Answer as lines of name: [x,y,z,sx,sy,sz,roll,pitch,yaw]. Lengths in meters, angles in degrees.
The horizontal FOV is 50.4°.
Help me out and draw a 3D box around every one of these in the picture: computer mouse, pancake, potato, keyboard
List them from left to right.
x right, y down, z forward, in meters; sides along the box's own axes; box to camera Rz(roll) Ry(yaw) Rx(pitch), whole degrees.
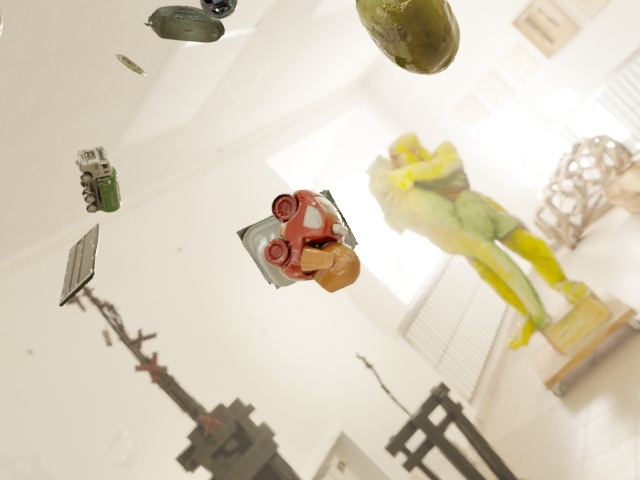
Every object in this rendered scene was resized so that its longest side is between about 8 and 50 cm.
keyboard: [-0.501,0.020,1.420,0.103,0.041,0.381,-43,33,4]
pancake: [-0.572,-0.529,2.052,0.017,0.108,0.108,-51,-2,13]
computer mouse: [-0.386,-0.621,1.938,0.113,0.229,0.068,122,148,-60]
potato: [0.179,-0.396,1.273,0.160,0.111,0.272,-32,-39,14]

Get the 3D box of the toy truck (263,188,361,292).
toy truck: [0.000,0.000,1.770,0.189,0.239,0.264,19,-103,-63]

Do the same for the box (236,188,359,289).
box: [-0.063,0.025,2.152,0.337,0.264,0.106,-26,29,9]

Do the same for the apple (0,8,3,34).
apple: [-1.016,-0.621,1.935,0.188,0.173,0.207,-17,18,27]

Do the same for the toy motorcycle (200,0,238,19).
toy motorcycle: [-0.248,-0.738,1.721,0.319,0.241,0.182,-54,-26,3]

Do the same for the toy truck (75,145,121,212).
toy truck: [-0.735,-0.192,2.264,0.125,0.101,0.242,-13,-42,-18]
